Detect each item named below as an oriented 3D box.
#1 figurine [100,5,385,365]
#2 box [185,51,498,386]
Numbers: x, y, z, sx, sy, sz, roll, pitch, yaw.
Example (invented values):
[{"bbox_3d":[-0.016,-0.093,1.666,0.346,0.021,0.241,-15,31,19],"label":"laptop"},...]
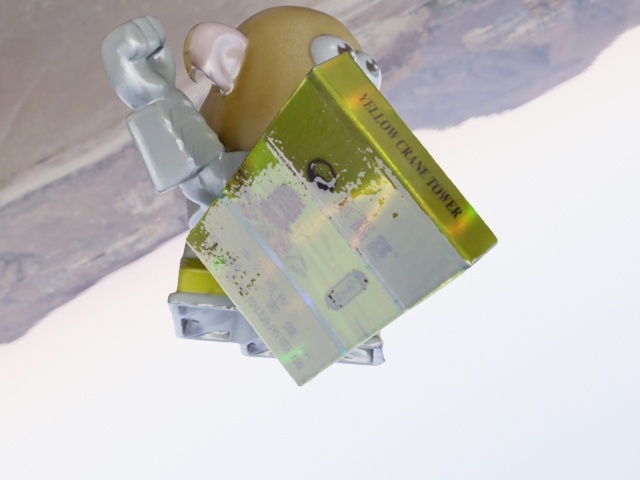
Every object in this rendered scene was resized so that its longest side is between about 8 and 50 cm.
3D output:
[{"bbox_3d":[-0.030,-0.055,0.730,0.167,0.284,0.342,-4,157,22],"label":"figurine"},{"bbox_3d":[0.000,0.000,0.502,0.030,0.121,0.193,-35,174,-36],"label":"box"}]
